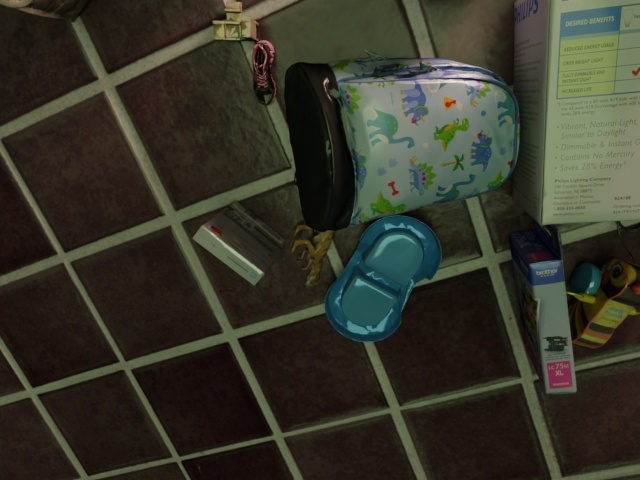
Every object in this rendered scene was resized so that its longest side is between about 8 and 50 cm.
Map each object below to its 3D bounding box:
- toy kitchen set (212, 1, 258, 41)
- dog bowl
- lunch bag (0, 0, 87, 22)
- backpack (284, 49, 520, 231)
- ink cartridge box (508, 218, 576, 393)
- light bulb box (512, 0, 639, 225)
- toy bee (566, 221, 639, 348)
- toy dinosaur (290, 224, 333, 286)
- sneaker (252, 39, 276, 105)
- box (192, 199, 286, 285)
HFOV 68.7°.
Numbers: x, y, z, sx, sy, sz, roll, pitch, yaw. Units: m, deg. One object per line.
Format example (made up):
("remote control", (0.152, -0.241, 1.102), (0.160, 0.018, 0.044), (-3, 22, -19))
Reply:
("toy kitchen set", (-0.162, -0.406, 0.859), (0.084, 0.075, 0.068), (3, 108, 3))
("dog bowl", (0.127, 0.073, 0.981), (0.166, 0.074, 0.297), (29, 110, -2))
("lunch bag", (-0.476, -0.508, 0.760), (0.169, 0.287, 0.235), (45, 108, -7))
("backpack", (0.150, -0.174, 0.797), (0.356, 0.273, 0.289), (-13, 109, -25))
("ink cartridge box", (0.415, 0.105, 0.889), (0.065, 0.185, 0.310), (-8, 107, 13))
("light bulb box", (0.509, -0.230, 0.742), (0.359, 0.225, 0.360), (-3, 107, 9))
("toy bee", (0.542, 0.093, 0.878), (0.196, 0.162, 0.297), (-4, 110, 7))
("toy dinosaur", (0.000, 0.000, 0.991), (0.113, 0.064, 0.211), (18, 121, -17))
("sneaker", (-0.112, -0.318, 0.893), (0.047, 0.057, 0.119), (0, 110, 6))
("box", (-0.153, -0.002, 0.936), (0.145, 0.186, 0.038), (38, 110, -6))
